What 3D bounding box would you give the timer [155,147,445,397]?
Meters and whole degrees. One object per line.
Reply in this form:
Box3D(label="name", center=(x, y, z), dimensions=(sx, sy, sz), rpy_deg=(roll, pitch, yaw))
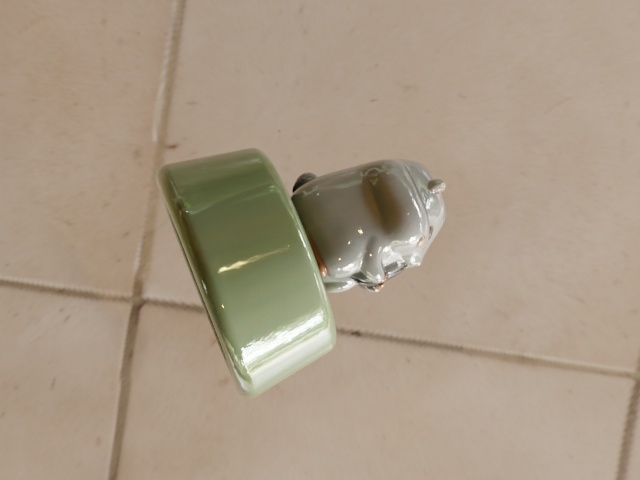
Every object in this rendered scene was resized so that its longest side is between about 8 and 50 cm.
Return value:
Box3D(label="timer", center=(0.000, 0.000, 1.416), dimensions=(0.315, 0.291, 0.290), rpy_deg=(-20, 96, -7))
